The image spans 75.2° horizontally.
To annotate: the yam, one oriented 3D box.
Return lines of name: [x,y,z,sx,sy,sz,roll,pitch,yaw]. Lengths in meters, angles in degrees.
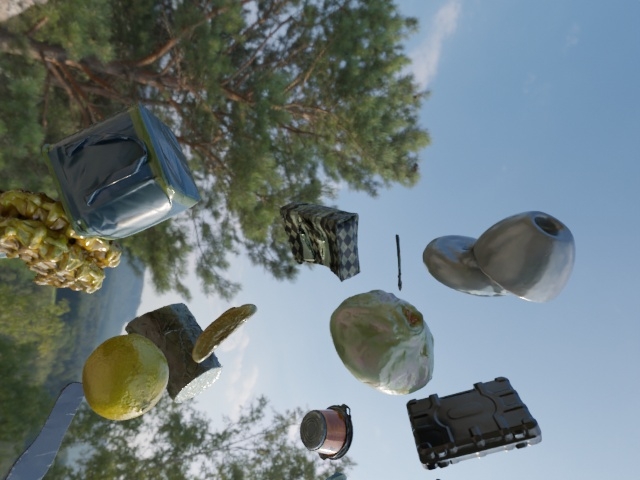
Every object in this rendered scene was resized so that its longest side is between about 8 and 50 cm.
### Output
yam: [-0.530,0.398,1.522,0.348,0.241,0.241,51,-45,15]

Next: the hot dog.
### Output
hot dog: [-0.303,0.272,1.283,0.242,0.073,0.084,-42,-179,-8]

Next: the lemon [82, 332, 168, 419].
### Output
lemon: [-0.433,0.308,0.933,0.203,0.179,0.178,38,-62,35]

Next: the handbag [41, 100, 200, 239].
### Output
handbag: [-0.448,-0.152,0.968,0.222,0.241,0.262,27,40,-85]

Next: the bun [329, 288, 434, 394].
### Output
bun: [0.174,0.228,1.043,0.187,0.294,0.293,-58,-147,25]

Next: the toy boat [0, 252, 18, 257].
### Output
toy boat: [-0.857,0.003,1.089,0.085,0.078,0.260,55,-3,-1]

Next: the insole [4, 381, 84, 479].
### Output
insole: [-0.795,0.581,1.200,0.009,0.119,0.348,10,-114,26]

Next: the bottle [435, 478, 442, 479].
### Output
bottle: [0.300,0.648,0.990,0.072,0.244,0.082,3,-133,38]

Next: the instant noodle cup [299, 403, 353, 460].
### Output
instant noodle cup: [0.010,0.662,1.443,0.178,0.126,0.208,7,-105,50]

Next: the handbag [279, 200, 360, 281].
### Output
handbag: [0.000,0.000,1.916,0.416,0.180,0.316,18,-57,47]

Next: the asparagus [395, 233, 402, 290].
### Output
asparagus: [0.223,0.064,1.182,0.016,0.013,0.165,-169,-106,-70]

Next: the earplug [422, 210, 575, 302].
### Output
earplug: [0.366,0.033,0.880,0.326,0.214,0.174,-4,-87,63]

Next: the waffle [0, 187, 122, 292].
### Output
waffle: [-0.654,0.007,0.986,0.324,0.262,0.150,61,30,-59]

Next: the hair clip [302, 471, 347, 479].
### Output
hair clip: [0.009,0.669,1.038,0.091,0.321,0.138,-39,-125,3]

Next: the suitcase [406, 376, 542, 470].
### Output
suitcase: [0.370,0.451,1.042,0.206,0.286,0.066,-82,153,-74]
